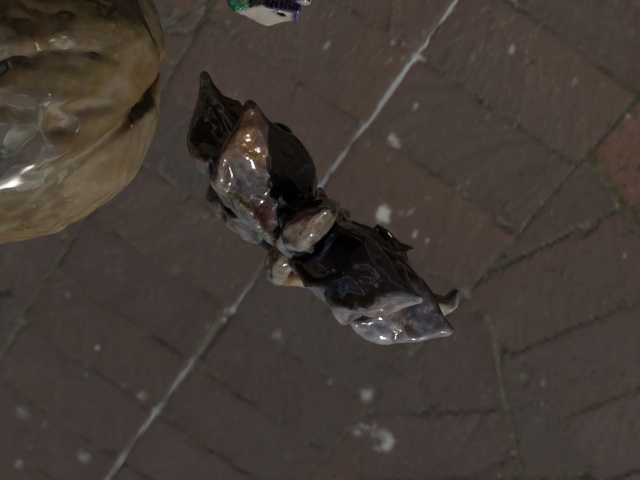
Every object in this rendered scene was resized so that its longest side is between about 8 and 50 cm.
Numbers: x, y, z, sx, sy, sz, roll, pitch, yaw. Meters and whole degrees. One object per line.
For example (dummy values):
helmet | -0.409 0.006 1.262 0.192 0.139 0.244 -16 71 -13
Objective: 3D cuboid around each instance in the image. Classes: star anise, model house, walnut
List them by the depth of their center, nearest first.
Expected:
walnut | -0.195 -0.079 0.676 0.230 0.178 0.178 -3 119 -7
star anise | 0.001 0.000 0.836 0.081 0.230 0.262 -51 135 -5
model house | -0.048 -0.309 1.501 0.100 0.101 0.088 5 166 45
